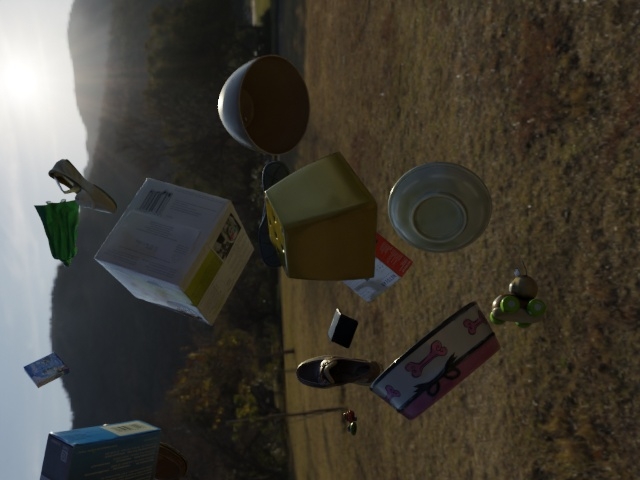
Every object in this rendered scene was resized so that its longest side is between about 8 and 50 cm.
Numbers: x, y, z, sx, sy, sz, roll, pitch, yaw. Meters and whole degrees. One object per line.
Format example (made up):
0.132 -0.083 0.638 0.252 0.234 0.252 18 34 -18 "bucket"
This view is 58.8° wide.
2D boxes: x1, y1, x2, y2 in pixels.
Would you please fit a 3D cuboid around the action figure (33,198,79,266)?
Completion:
-0.862 -0.020 1.889 0.063 0.137 0.232 34 128 58 "action figure"

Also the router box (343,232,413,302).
0.141 0.065 2.090 0.082 0.301 0.335 -50 -2 -26 "router box"

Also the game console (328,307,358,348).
0.089 0.349 2.261 0.107 0.071 0.122 -126 54 -71 "game console"

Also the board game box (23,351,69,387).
-0.771 0.363 1.597 0.090 0.090 0.020 29 131 34 "board game box"

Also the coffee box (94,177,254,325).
-0.483 0.043 1.960 0.334 0.338 0.338 74 -143 -59 "coffee box"

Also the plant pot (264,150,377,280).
-0.008 -0.034 1.223 0.212 0.187 0.212 -119 19 -45 "plant pot"

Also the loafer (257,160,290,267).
-0.104 -0.064 1.439 0.084 0.096 0.267 9 -97 -87 "loafer"

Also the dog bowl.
0.344 0.361 1.650 0.150 0.408 0.408 50 154 19 "dog bowl"

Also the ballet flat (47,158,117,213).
-0.725 -0.149 1.711 0.248 0.086 0.086 38 150 13 "ballet flat"

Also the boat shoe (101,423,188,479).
-0.548 0.648 1.682 0.104 0.307 0.110 57 -129 -86 "boat shoe"

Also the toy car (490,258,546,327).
0.603 0.155 1.737 0.155 0.149 0.188 85 -167 -67 "toy car"

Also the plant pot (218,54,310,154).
-0.196 -0.401 1.705 0.191 0.284 0.284 9 104 41 "plant pot"

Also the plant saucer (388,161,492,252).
0.458 -0.105 2.202 0.100 0.401 0.400 -66 -16 -58 "plant saucer"

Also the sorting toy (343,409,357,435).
0.113 0.702 2.197 0.061 0.042 0.102 -30 -65 -64 "sorting toy"

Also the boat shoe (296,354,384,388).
0.049 0.465 2.027 0.123 0.342 0.123 36 -124 -54 "boat shoe"

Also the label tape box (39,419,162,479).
-0.498 0.588 1.253 0.241 0.106 0.333 16 -98 -56 "label tape box"
